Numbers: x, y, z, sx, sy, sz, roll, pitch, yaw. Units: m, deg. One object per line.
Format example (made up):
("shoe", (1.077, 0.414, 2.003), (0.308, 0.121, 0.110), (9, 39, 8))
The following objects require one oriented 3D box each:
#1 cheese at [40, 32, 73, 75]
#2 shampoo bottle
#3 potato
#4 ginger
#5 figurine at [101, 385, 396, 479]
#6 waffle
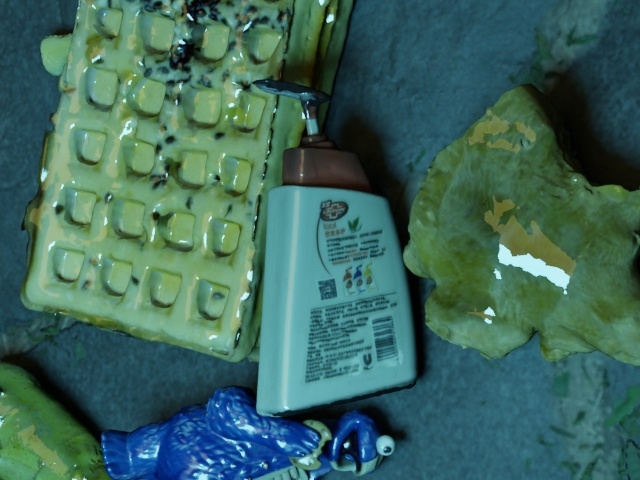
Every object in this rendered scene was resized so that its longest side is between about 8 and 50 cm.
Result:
("cheese", (-0.235, -0.181, 1.861), (0.083, 0.030, 0.044), (-2, 80, 23))
("shampoo bottle", (0.000, 0.000, 1.639), (0.071, 0.153, 0.284), (-9, 89, 60))
("potato", (-0.270, 0.194, 1.828), (0.188, 0.085, 0.105), (35, 125, 22))
("ginger", (0.188, 0.021, 1.560), (0.219, 0.123, 0.270), (-44, 68, 17))
("figurine", (-0.061, 0.197, 1.699), (0.262, 0.121, 0.164), (0, 113, 7))
("waffle", (-0.121, -0.091, 1.745), (0.261, 0.114, 0.376), (15, 94, 29))
